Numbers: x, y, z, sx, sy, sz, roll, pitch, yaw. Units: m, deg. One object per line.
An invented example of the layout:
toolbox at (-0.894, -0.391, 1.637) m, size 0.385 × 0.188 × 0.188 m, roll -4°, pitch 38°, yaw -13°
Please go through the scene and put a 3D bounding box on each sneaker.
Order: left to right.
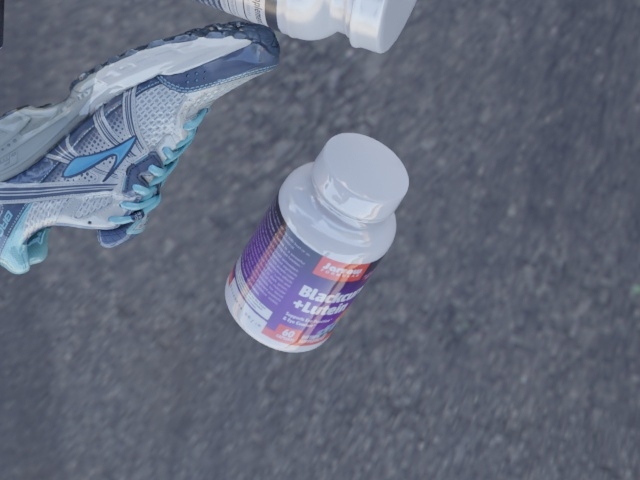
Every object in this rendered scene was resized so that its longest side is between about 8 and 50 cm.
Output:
sneaker at (-0.140, -0.067, 1.379) m, size 0.283 × 0.110 × 0.122 m, roll -25°, pitch 92°, yaw 22°

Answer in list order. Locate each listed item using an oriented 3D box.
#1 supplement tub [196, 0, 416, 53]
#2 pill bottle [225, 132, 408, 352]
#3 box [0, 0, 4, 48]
supplement tub at (-0.050, -0.270, 1.474) m, size 0.272 × 0.191 × 0.191 m, roll 21°, pitch 111°, yaw 8°
pill bottle at (0.000, 0.000, 1.638) m, size 0.108 × 0.108 × 0.193 m, roll 33°, pitch 131°, yaw 1°
box at (-0.418, -0.243, 1.665) m, size 0.247 × 0.163 × 0.142 m, roll -4°, pitch 105°, yaw -28°
